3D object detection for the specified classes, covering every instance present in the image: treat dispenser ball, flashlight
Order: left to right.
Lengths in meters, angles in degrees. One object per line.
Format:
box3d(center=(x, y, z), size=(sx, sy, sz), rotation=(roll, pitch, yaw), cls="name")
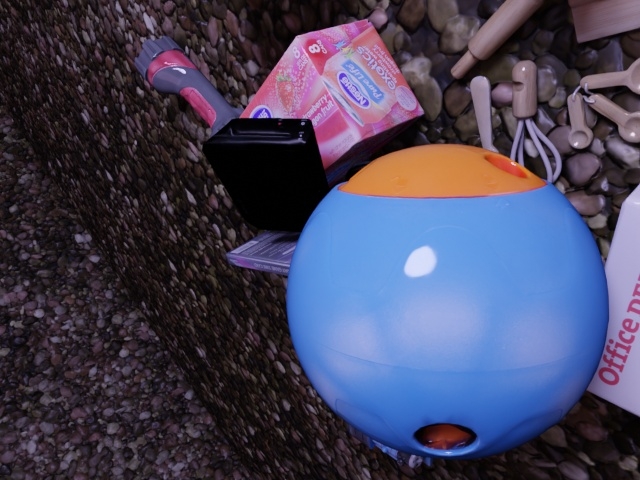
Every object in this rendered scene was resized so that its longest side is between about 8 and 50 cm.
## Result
box3d(center=(-0.244, -0.270, 0.947), size=(0.304, 0.103, 0.103), rotation=(50, 142, 15), cls="flashlight")
box3d(center=(0.111, 0.053, 0.461), size=(0.288, 0.288, 0.288), rotation=(30, 135, 35), cls="treat dispenser ball")

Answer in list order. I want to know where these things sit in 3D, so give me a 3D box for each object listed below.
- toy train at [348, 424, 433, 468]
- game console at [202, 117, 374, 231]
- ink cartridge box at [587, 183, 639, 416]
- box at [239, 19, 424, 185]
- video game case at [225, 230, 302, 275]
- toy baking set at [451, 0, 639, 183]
box3d(center=(0.141, 0.363, 0.921), size=(0.184, 0.105, 0.080), rotation=(22, 130, 41), cls="toy train")
box3d(center=(0.051, -0.068, 0.597), size=(0.361, 0.044, 0.213), rotation=(3, 154, 12), cls="game console")
box3d(center=(0.402, 0.083, 0.387), size=(0.307, 0.129, 0.223), rotation=(25, 132, 39), cls="ink cartridge box")
box3d(center=(-0.018, -0.160, 0.715), size=(0.300, 0.142, 0.154), rotation=(-30, 89, 54), cls="box")
box3d(center=(0.000, 0.000, 0.759), size=(0.274, 0.196, 0.026), rotation=(7, 120, 48), cls="video game case")
box3d(center=(0.230, -0.156, 0.513), size=(0.197, 0.030, 0.256), rotation=(58, 144, 3), cls="toy baking set")
